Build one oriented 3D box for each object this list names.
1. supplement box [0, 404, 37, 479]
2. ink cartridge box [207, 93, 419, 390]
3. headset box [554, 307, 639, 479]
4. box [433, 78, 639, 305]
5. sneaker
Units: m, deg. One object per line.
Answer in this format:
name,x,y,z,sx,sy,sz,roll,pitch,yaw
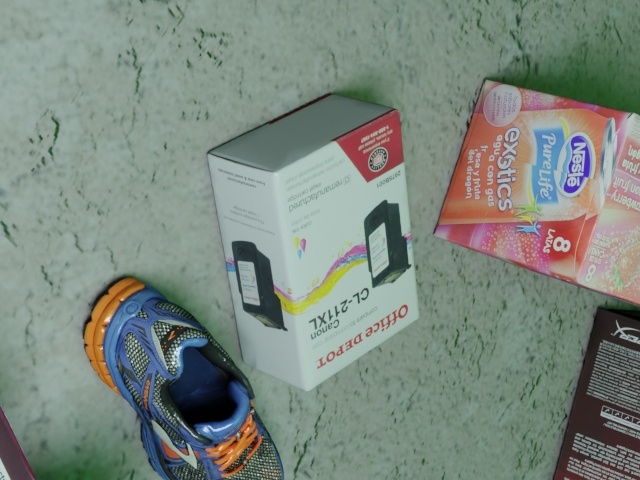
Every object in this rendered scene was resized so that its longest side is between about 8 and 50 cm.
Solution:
supplement box,-0.264,0.146,0.744,0.188,0.104,0.080,-39,129,-31
ink cartridge box,0.000,0.000,0.992,0.127,0.072,0.175,-30,124,-37
headset box,0.346,0.225,1.412,0.218,0.110,0.293,7,99,-48
box,0.259,-0.023,1.197,0.300,0.154,0.142,16,92,-49
sneaker,-0.080,0.121,0.942,0.083,0.087,0.221,-51,134,-20
